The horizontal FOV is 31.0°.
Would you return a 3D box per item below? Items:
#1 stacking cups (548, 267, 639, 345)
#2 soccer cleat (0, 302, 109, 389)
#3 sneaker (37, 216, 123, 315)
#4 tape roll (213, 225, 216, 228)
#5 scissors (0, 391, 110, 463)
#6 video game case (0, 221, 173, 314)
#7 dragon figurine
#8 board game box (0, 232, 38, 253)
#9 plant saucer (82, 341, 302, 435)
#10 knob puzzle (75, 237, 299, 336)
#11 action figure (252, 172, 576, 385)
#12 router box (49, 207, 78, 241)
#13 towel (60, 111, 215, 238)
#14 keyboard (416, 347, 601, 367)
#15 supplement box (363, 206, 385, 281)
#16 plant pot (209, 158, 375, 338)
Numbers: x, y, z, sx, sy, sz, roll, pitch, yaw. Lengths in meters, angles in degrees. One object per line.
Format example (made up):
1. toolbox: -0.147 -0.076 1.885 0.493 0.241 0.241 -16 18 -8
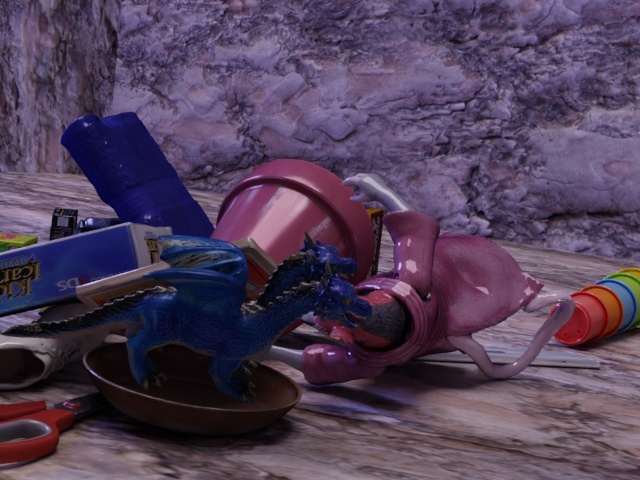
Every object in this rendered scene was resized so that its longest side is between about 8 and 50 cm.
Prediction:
1. stacking cups: 0.420 0.095 1.724 0.096 0.096 0.316 10 7 32
2. soccer cleat: -0.269 0.107 1.105 0.076 0.068 0.196 17 18 35
3. sneaker: -0.292 0.033 1.471 0.111 0.121 0.300 4 6 -7
4. tape roll: -0.172 0.033 1.763 0.275 0.090 0.275 7 6 -1
5. scissors: -0.212 0.150 0.970 0.109 0.021 0.297 16 5 31
6. video game case: -0.297 0.041 1.202 0.270 0.061 0.244 -13 0 2
7. dragon figurine: -0.106 0.047 0.963 0.289 0.144 0.085 13 24 -6
8. board game box: -0.547 0.009 1.820 0.181 0.043 0.092 6 6 -1
9. plant saucer: -0.117 0.135 1.040 0.199 0.036 0.198 10 7 -1
10. knob puzzle: -0.109 0.069 1.090 0.213 0.030 0.213 -8 -26 -4
11. action figure: 0.085 0.094 1.237 0.276 0.248 0.370 35 13 13
12. router box: -0.405 0.000 1.817 0.038 0.092 0.122 5 6 -11
13. towel: -0.215 -0.025 1.503 0.076 0.308 0.227 -34 1 12
14. keyboard: 0.226 0.146 1.466 0.256 0.014 0.072 5 1 -16
15. supplement box: 0.000 0.000 2.044 0.194 0.129 0.191 7 6 11
16. plant pot: -0.058 0.028 1.385 0.201 0.201 0.180 9 32 24
